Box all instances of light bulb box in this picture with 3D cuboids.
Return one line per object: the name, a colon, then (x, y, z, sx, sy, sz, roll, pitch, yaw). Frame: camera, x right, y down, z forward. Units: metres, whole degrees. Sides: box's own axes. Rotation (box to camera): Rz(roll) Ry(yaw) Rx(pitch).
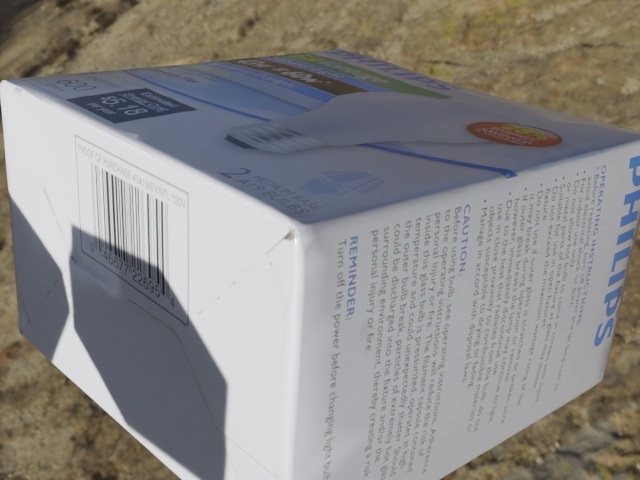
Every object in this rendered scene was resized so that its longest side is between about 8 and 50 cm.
light bulb box: (0.000, 0.000, 0.675, 0.361, 0.225, 0.358, -16, 31, -40)
